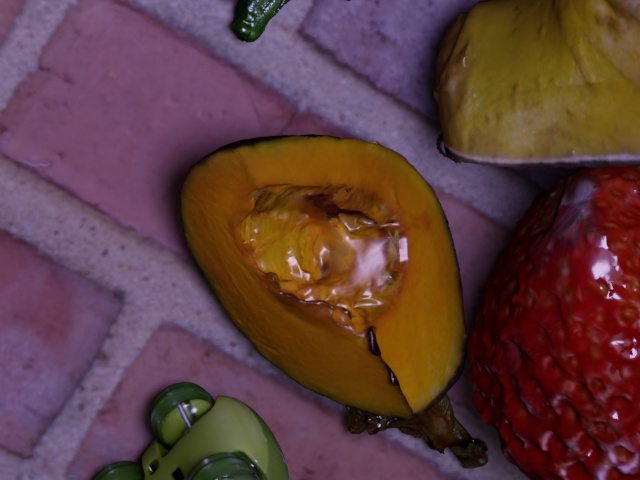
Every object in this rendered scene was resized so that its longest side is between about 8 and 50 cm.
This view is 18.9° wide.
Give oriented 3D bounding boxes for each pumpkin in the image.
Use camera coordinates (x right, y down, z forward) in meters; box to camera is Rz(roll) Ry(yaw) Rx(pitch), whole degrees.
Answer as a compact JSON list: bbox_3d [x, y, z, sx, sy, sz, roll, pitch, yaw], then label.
[{"bbox_3d":[0.000,0.000,1.670,0.312,0.148,0.169,57,47,-27],"label":"pumpkin"}]

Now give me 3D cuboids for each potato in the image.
[{"bbox_3d":[0.272,-0.235,1.540,0.290,0.397,0.296,-32,119,-46],"label":"potato"}]

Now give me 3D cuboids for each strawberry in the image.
[{"bbox_3d":[0.242,0.073,1.646,0.310,0.292,0.292,39,94,-25],"label":"strawberry"}]

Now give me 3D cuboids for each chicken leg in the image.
[{"bbox_3d":[0.085,0.161,1.761,0.178,0.070,0.093,37,101,-32],"label":"chicken leg"}]

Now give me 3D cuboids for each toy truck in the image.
[{"bbox_3d":[-0.093,0.248,1.703,0.187,0.148,0.210,-39,134,2],"label":"toy truck"}]

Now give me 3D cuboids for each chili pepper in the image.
[{"bbox_3d":[-0.026,-0.210,1.626,0.118,0.035,0.055,-25,125,-16],"label":"chili pepper"}]
